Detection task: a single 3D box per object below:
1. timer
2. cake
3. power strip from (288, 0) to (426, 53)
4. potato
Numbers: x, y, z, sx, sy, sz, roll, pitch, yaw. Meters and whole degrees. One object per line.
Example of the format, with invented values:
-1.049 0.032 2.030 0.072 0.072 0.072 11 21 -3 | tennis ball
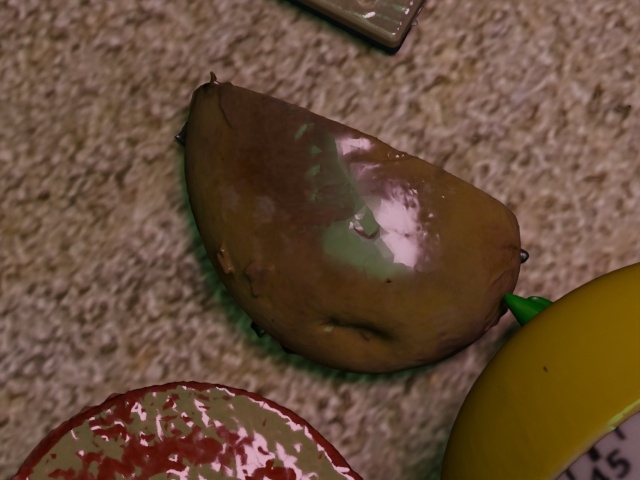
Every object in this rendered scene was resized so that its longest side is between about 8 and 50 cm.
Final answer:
0.178 0.112 0.592 0.285 0.285 0.285 0 78 2 | timer
-0.041 0.202 0.623 0.177 0.151 0.283 -34 79 -17 | cake
0.012 -0.175 0.753 0.123 0.032 0.056 29 82 7 | power strip
0.000 0.000 0.687 0.243 0.098 0.138 22 82 8 | potato
